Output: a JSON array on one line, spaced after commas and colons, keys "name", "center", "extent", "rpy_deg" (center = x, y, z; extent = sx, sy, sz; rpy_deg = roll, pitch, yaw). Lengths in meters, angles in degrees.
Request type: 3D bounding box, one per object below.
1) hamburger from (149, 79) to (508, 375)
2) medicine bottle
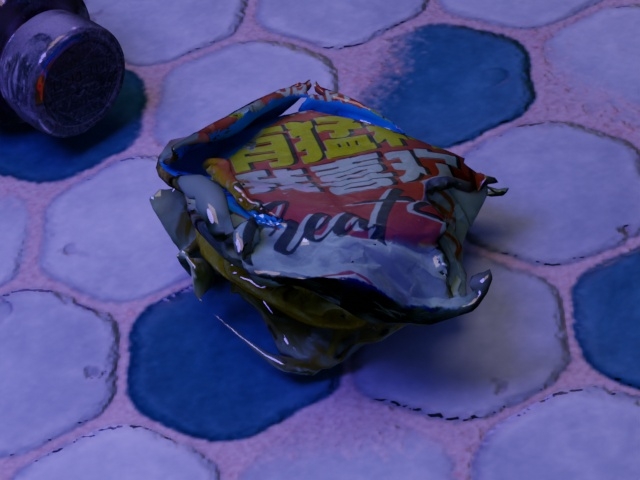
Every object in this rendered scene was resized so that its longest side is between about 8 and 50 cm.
[{"name": "hamburger", "center": [-0.006, 0.005, 1.439], "extent": [0.261, 0.150, 0.276], "rpy_deg": [16, 29, 2]}, {"name": "medicine bottle", "center": [-0.297, -0.189, 1.688], "extent": [0.141, 0.141, 0.293], "rpy_deg": [-36, 48, -27]}]
